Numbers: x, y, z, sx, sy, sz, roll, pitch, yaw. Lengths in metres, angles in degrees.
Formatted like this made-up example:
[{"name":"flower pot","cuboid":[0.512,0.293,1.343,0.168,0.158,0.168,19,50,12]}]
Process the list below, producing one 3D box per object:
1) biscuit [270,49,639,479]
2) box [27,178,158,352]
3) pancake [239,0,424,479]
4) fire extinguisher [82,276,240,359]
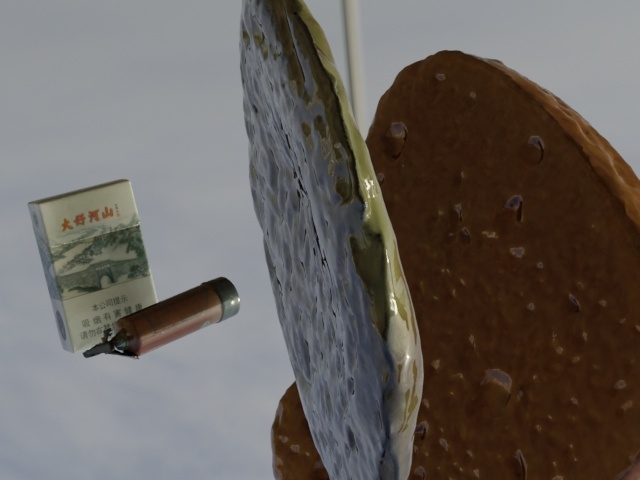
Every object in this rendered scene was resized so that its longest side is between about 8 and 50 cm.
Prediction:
[{"name":"biscuit","cuboid":[0.047,0.043,0.675,0.036,0.192,0.186,12,-146,-46]},{"name":"box","cuboid":[-0.120,0.013,1.009,0.054,0.083,0.024,-16,-171,-21]},{"name":"pancake","cuboid":[-0.001,0.000,0.353,0.011,0.114,0.115,-13,-165,-10]},{"name":"fire extinguisher","cuboid":[-0.079,0.042,0.941,0.083,0.022,0.028,-23,-178,-37]}]
